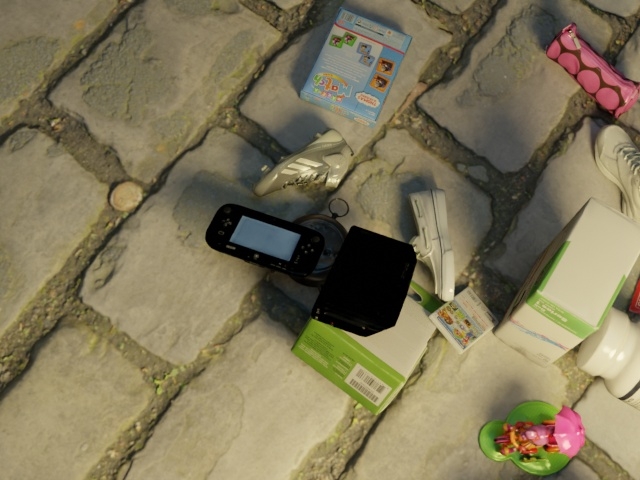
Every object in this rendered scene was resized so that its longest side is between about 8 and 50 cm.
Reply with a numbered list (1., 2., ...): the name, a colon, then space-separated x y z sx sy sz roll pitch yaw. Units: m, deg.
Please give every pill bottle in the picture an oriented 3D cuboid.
1. pill bottle: 0.597 0.233 1.529 0.264 0.153 0.153 29 70 4

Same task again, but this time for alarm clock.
1. alarm clock: 0.000 0.000 1.593 0.129 0.064 0.192 27 67 3

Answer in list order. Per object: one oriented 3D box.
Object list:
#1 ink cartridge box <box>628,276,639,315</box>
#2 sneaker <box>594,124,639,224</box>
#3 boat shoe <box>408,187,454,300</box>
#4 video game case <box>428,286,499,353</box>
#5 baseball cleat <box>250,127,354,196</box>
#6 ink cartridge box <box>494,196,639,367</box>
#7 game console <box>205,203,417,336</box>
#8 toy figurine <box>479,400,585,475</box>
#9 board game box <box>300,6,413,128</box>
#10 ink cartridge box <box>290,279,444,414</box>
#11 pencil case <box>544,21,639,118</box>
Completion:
1. ink cartridge box: 0.759 0.058 1.656 0.261 0.066 0.296 26 70 2
2. sneaker: 0.614 -0.133 1.678 0.090 0.115 0.232 -19 74 -13
3. boat shoe: 0.202 0.010 1.610 0.075 0.083 0.226 -4 59 3
4. video game case: 0.260 0.143 1.572 0.122 0.011 0.087 -30 76 -40
5. baseball cleat: -0.026 -0.126 1.627 0.206 0.072 0.109 -38 86 -13
6. ink cartridge box: 0.423 0.081 1.498 0.117 0.278 0.201 32 70 8
7. game console: -0.025 0.035 1.483 0.361 0.044 0.213 18 44 8
8. toy figurine: 0.371 0.325 1.468 0.173 0.159 0.130 -1 71 -6
9. board game box: 0.072 -0.344 1.730 0.160 0.039 0.212 23 69 2
10. ink cartridge box: 0.096 0.155 1.540 0.188 0.097 0.255 36 37 7
11. pencil case: 0.552 -0.344 1.755 0.209 0.098 0.095 44 72 8
